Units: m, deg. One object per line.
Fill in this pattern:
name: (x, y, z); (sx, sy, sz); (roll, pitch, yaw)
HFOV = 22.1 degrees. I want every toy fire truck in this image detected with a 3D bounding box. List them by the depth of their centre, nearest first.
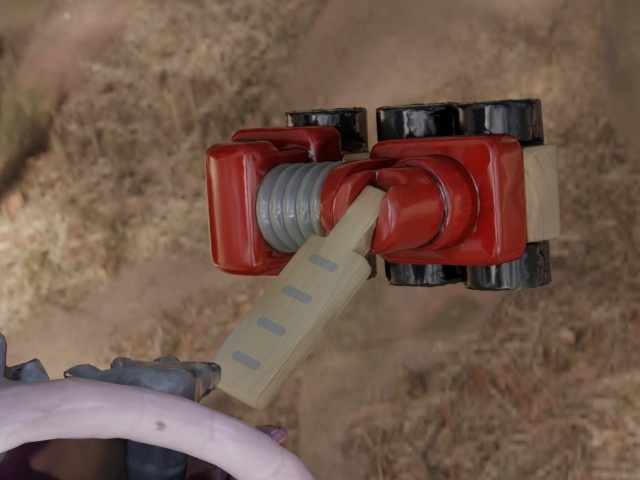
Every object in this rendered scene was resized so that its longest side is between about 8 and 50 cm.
toy fire truck: (0.000, 0.000, 0.997); (0.217, 0.159, 0.246); (2, 7, 40)

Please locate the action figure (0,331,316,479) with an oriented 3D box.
action figure: (-0.086, 0.219, 0.522); (0.248, 0.370, 0.275); (12, -5, -28)
